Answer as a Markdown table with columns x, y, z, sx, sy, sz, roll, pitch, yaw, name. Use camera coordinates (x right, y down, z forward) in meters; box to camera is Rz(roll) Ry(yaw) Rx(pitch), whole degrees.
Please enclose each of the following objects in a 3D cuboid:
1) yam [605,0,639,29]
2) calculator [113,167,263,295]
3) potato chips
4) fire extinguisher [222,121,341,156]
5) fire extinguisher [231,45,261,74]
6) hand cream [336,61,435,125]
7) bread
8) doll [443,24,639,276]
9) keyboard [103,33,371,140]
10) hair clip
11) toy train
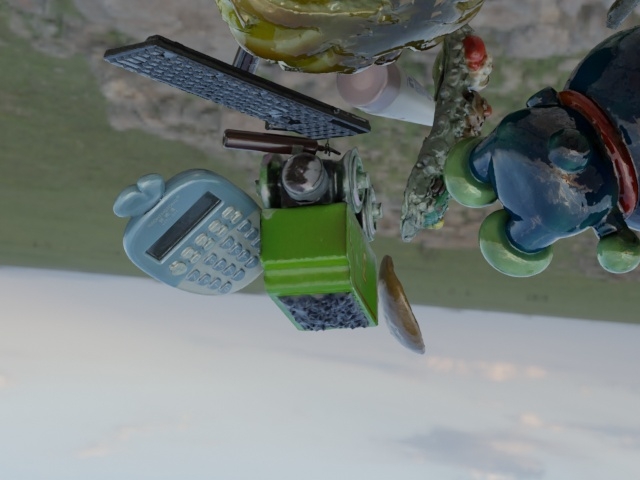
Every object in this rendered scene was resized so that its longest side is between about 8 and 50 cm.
| x | y | z | sx | sy | sz | roll | pitch | yaw | name |
| --- | --- | --- | --- | --- | --- | --- | --- | --- | --- |
| 0.344 | -0.279 | 1.235 | 0.033 | 0.027 | 0.129 | 16 | 146 | -12 | yam |
| -0.186 | -0.013 | 1.693 | 0.302 | 0.188 | 0.042 | 39 | -167 | -44 | calculator |
| 0.128 | 0.118 | 1.928 | 0.049 | 0.150 | 0.202 | -22 | 148 | 1 | potato chips |
| -0.057 | -0.151 | 1.677 | 0.173 | 0.049 | 0.035 | 5 | 160 | -15 | fire extinguisher |
| -0.115 | -0.309 | 1.860 | 0.043 | 0.158 | 0.064 | 39 | -133 | 11 | fire extinguisher |
| 0.112 | -0.215 | 1.667 | 0.133 | 0.083 | 0.248 | 40 | -166 | 28 | hand cream |
| 0.058 | -0.288 | 1.198 | 0.332 | 0.160 | 0.333 | -14 | 151 | -8 | bread |
| 0.288 | -0.088 | 1.052 | 0.321 | 0.199 | 0.186 | -28 | 170 | -20 | doll |
| -0.079 | -0.158 | 1.222 | 0.309 | 0.018 | 0.100 | 16 | 166 | -43 | keyboard |
| 0.176 | -0.148 | 1.500 | 0.091 | 0.321 | 0.138 | 11 | 156 | 5 | hair clip |
| 0.000 | 0.000 | 1.739 | 0.173 | 0.249 | 0.307 | -3 | 159 | 12 | toy train |
